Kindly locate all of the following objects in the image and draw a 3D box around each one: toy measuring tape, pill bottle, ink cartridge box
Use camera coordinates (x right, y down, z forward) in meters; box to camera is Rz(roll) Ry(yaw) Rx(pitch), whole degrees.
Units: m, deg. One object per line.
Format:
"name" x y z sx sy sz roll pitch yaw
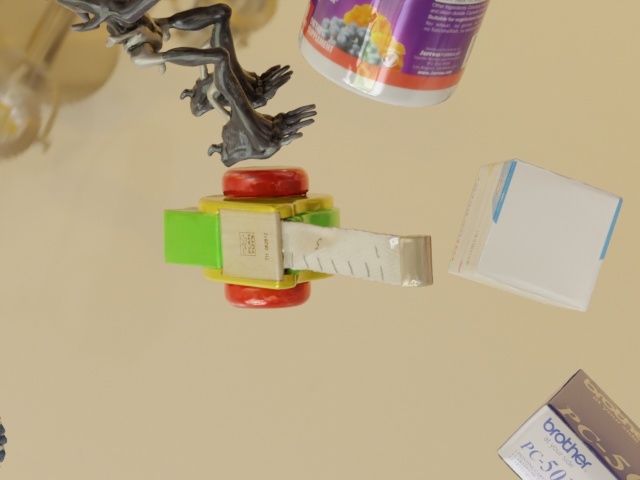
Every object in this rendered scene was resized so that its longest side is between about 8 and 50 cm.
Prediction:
"toy measuring tape" 0.000 0.000 1.496 0.121 0.330 0.121 -3 -85 -39
"pill bottle" 0.062 -0.189 1.203 0.108 0.193 0.108 14 -152 -8
"ink cartridge box" 0.197 0.171 1.128 0.207 0.046 0.097 46 -160 7
"ink cartridge box" 0.160 -0.004 1.504 0.090 0.143 0.092 19 -91 -6

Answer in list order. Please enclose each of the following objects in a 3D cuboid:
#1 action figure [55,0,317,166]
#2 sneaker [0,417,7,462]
"action figure" -0.114 -0.187 1.434 0.276 0.141 0.164 46 -163 -31
"sneaker" -0.200 0.079 1.039 0.052 0.135 0.058 -13 -144 -29
